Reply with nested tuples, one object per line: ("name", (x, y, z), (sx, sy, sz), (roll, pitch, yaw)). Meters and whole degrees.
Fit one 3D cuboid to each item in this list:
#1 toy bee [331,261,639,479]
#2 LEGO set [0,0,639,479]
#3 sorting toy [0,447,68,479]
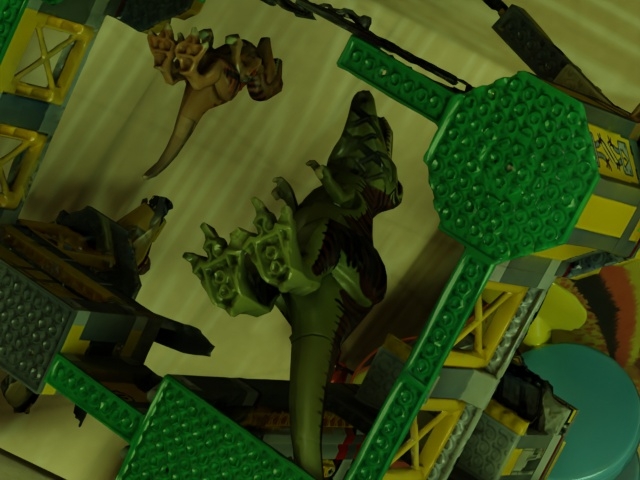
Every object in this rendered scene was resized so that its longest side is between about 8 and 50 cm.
("toy bee", (0.077, 0.072, 0.917), (0.298, 0.162, 0.195), (-36, 153, -34))
("LEGO set", (0.000, 0.000, 0.771), (0.192, 0.331, 0.255), (10, 101, -58))
("sorting toy", (-0.139, 0.115, 0.843), (0.046, 0.275, 0.132), (-65, 154, -9))
